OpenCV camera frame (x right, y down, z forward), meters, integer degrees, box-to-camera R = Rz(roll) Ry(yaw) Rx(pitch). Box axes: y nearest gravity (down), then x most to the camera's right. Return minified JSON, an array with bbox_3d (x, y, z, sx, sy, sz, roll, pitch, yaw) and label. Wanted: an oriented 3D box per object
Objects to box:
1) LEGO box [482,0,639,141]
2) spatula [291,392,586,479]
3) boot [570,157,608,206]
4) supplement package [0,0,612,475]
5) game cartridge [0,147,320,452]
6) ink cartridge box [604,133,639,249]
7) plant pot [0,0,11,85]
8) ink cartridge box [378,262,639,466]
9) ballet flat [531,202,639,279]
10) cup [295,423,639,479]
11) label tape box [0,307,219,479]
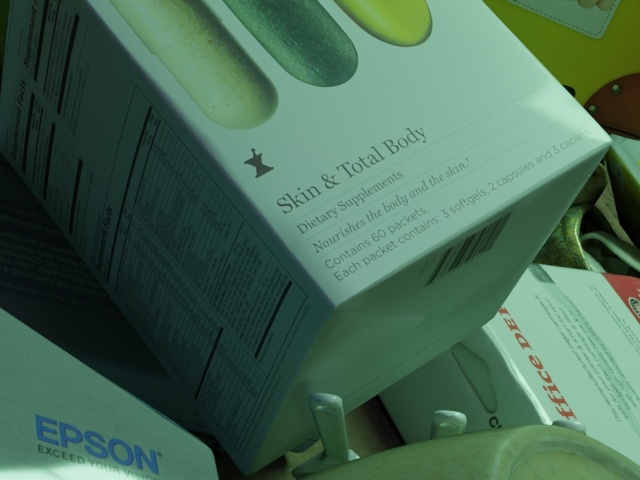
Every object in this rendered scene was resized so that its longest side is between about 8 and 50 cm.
[{"bbox_3d":[0.087,-0.343,1.203,0.500,0.372,0.193,16,23,-2],"label":"LEGO box"},{"bbox_3d":[0.064,0.124,0.815,0.168,0.242,0.019,7,73,6],"label":"spatula"},{"bbox_3d":[0.147,-0.124,1.417,0.305,0.115,0.112,37,29,-5],"label":"boot"},{"bbox_3d":[-0.024,-0.055,0.813,0.199,0.198,0.262,-29,70,-30],"label":"supplement package"},{"bbox_3d":[-0.164,0.009,0.890,0.355,0.068,0.230,19,39,-36],"label":"game cartridge"},{"bbox_3d":[0.381,0.052,1.364,0.307,0.072,0.303,59,4,20],"label":"ink cartridge box"},{"bbox_3d":[-0.141,-0.190,1.028,0.293,0.275,0.274,41,24,-29],"label":"plant pot"},{"bbox_3d":[0.182,0.123,1.095,0.273,0.114,0.197,9,42,-46],"label":"ink cartridge box"},{"bbox_3d":[0.308,0.106,1.280,0.348,0.123,0.123,51,29,18],"label":"ballet flat"},{"bbox_3d":[0.072,0.223,0.679,0.331,0.237,0.331,31,29,-19],"label":"cup"},{"bbox_3d":[-0.130,0.171,0.493,0.106,0.240,0.333,21,33,-32],"label":"label tape box"}]
